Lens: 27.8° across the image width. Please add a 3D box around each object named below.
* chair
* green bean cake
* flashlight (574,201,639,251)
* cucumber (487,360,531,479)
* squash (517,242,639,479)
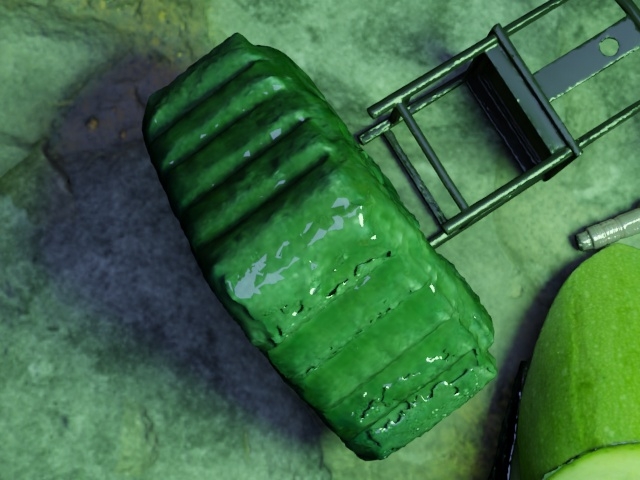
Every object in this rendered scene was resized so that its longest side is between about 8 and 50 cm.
[{"bbox_3d":[0.182,-0.123,1.219,0.260,0.141,0.155,-31,85,-7],"label":"chair"},{"bbox_3d":[0.000,0.000,1.138,0.169,0.300,0.308,-36,44,4],"label":"green bean cake"},{"bbox_3d":[0.302,-0.017,1.270,0.110,0.031,0.052,-20,108,-4],"label":"flashlight"},{"bbox_3d":[0.189,0.224,1.214,0.078,0.062,0.211,19,72,-19],"label":"cucumber"},{"bbox_3d":[0.275,0.155,1.214,0.189,0.189,0.260,7,39,-3],"label":"squash"}]
